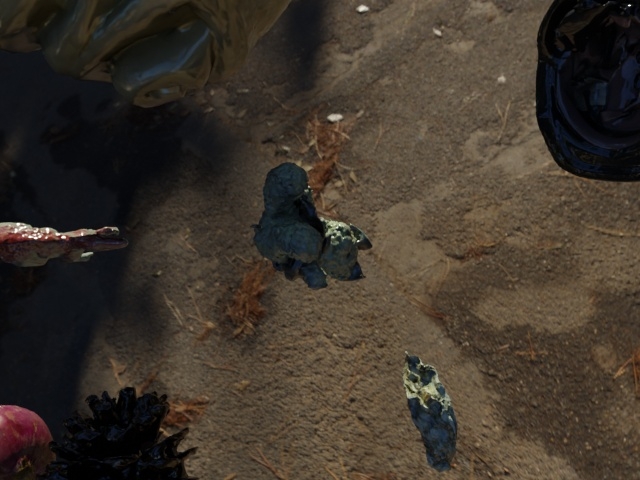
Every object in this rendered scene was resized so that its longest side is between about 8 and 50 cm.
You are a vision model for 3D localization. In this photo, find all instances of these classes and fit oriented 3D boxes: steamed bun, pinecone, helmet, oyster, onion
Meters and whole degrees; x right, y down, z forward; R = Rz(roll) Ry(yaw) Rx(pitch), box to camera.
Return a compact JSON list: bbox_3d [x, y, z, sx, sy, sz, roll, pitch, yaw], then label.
[{"bbox_3d":[-0.204,-0.272,0.606,0.339,0.247,0.352,15,27,29],"label":"steamed bun"},{"bbox_3d":[-0.177,0.195,0.498,0.140,0.140,0.121,-12,68,21],"label":"pinecone"},{"bbox_3d":[0.383,-0.217,0.698,0.154,0.253,0.198,-38,29,-25],"label":"helmet"},{"bbox_3d":[0.105,0.175,0.585,0.037,0.098,0.100,-14,30,-13],"label":"oyster"},{"bbox_3d":[-0.487,0.336,0.830,0.153,0.177,0.177,31,78,26],"label":"onion"}]

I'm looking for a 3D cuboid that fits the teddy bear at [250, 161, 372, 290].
[{"bbox_3d":[-0.021,0.003,0.693,0.111,0.213,0.133,-14,66,21],"label":"teddy bear"}]

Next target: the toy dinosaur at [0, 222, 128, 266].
[{"bbox_3d":[-0.361,0.004,0.650,0.167,0.242,0.053,-5,83,64],"label":"toy dinosaur"}]
